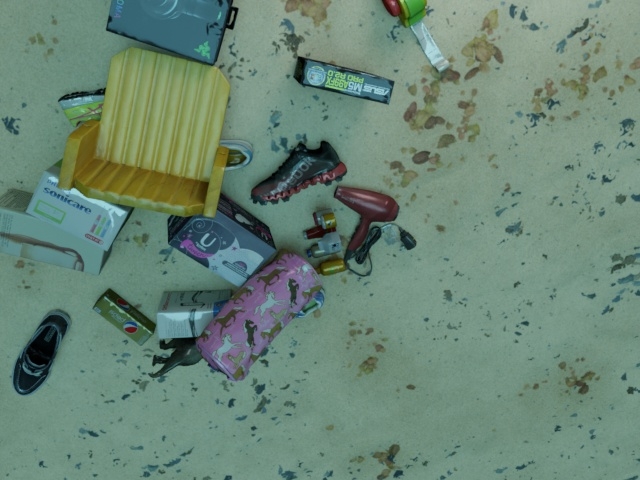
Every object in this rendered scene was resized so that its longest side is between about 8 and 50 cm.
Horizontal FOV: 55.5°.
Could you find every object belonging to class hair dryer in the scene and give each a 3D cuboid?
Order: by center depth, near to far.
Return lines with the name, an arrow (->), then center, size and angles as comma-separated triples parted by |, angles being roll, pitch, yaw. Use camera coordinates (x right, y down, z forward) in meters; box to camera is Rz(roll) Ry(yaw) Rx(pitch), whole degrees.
hair dryer -> 0.131, -0.039, 1.749 | 0.224, 0.080, 0.293 | -29, 110, 6

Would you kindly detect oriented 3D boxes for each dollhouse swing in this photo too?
dollhouse swing -> -0.382, -0.265, 1.427 | 0.347, 0.315, 0.304 | 12, 110, -10

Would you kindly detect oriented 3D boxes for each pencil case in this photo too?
pencil case -> -0.161, 0.198, 1.657 | 0.386, 0.160, 0.167 | -48, 152, -21

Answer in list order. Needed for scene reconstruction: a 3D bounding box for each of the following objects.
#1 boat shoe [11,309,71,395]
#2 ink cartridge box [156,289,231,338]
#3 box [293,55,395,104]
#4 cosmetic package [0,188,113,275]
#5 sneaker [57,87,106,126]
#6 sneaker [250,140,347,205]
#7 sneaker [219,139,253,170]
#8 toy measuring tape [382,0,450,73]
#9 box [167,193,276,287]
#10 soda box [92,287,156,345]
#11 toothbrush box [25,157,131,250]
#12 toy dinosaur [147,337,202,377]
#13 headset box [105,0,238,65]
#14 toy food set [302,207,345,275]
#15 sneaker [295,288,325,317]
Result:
boat shoe -> -0.826, 0.346, 1.776 | 0.108, 0.102, 0.301 | 31, 104, -15
ink cartridge box -> -0.359, 0.209, 1.751 | 0.203, 0.148, 0.085 | -1, 109, -6
box -> 0.049, -0.401, 1.510 | 0.217, 0.270, 0.060 | 11, 107, -10
cosmetic package -> -0.714, -0.023, 1.632 | 0.296, 0.153, 0.129 | 15, 109, -9
sneaker -> -0.562, -0.342, 1.577 | 0.209, 0.081, 0.094 | -6, 118, 2
sneaker -> -0.072, -0.190, 1.665 | 0.276, 0.097, 0.135 | -22, 111, 0
sneaker -> -0.296, -0.226, 1.632 | 0.229, 0.092, 0.087 | -8, 112, -2
toy measuring tape -> 0.248, -0.572, 1.552 | 0.121, 0.121, 0.330 | -33, 110, 6
box -> -0.270, -0.012, 1.656 | 0.247, 0.142, 0.163 | 37, 105, -29
soda box -> -0.571, 0.225, 1.781 | 0.058, 0.061, 0.181 | -43, 108, 9
toothbrush box -> -0.578, -0.114, 1.542 | 0.206, 0.283, 0.122 | 28, 104, -15
toy dinosaur -> -0.384, 0.317, 1.761 | 0.161, 0.313, 0.120 | -8, 84, 21
headset box -> -0.342, -0.583, 1.478 | 0.283, 0.131, 0.246 | 16, 108, -12
toy food set -> 0.000, 0.000, 1.724 | 0.105, 0.111, 0.232 | -14, 142, -1
sneaker -> -0.087, 0.195, 1.810 | 0.211, 0.081, 0.080 | -23, 112, 4
